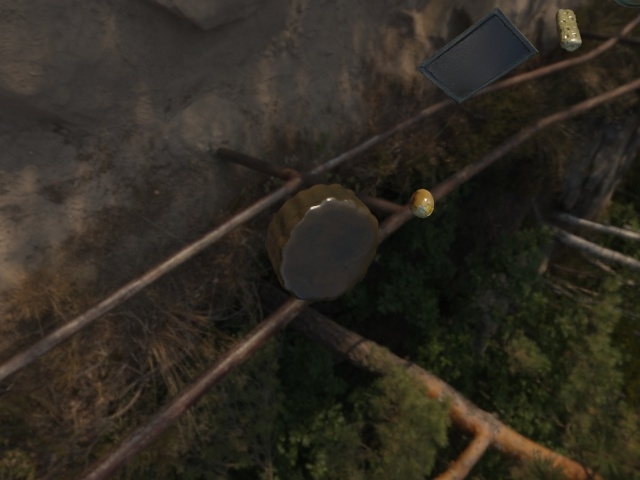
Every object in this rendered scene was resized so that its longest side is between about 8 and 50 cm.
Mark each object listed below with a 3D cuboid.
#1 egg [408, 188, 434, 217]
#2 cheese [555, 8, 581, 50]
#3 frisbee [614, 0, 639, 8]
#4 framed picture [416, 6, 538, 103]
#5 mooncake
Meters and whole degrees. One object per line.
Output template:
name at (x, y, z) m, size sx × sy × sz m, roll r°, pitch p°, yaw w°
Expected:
egg at (0.291, -0.108, 1.459) m, size 0.071 × 0.071 × 0.083 m, roll 64°, pitch 42°, yaw -56°
cheese at (0.794, -0.679, 1.634) m, size 0.043 × 0.064 × 0.194 m, roll 106°, pitch -2°, yaw -55°
frisbee at (0.486, -0.417, 0.791) m, size 0.014 × 0.110 × 0.110 m, roll -33°, pitch 146°, yaw -5°
framed picture at (0.414, -0.482, 1.351) m, size 0.197 × 0.252 × 0.014 m, roll 25°, pitch 53°, yaw -34°
mooncake at (0.000, 0.000, 0.993) m, size 0.228 × 0.124 × 0.228 m, roll -14°, pitch 124°, yaw -22°
